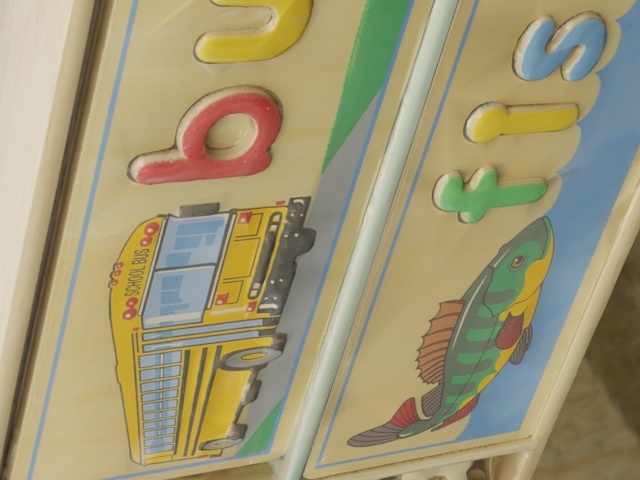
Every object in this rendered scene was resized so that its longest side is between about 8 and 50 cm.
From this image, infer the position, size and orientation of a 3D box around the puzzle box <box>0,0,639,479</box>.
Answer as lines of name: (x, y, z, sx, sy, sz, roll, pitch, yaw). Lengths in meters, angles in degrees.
puzzle box: (0.000, 0.000, 0.689, 0.272, 0.409, 0.052, -6, -139, -29)
